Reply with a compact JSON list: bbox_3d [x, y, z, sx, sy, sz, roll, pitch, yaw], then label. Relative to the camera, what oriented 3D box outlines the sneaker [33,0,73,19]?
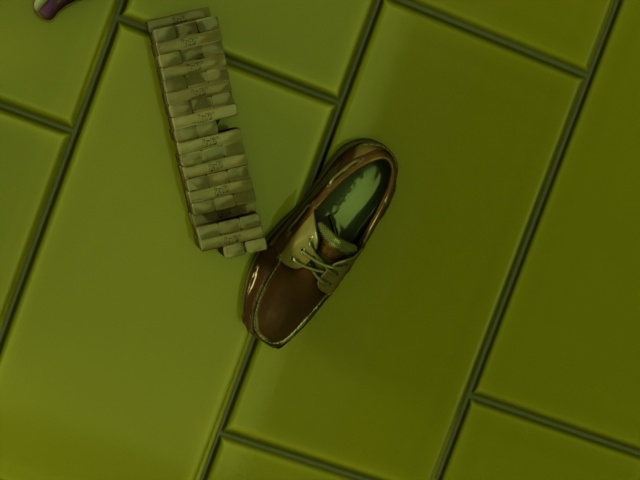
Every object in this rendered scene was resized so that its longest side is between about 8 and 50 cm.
[{"bbox_3d":[-0.277,-0.368,1.834,0.236,0.095,0.104,-45,110,-4],"label":"sneaker"}]

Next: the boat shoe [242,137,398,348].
[{"bbox_3d":[0.000,0.000,1.913,0.123,0.120,0.324,30,90,-13],"label":"boat shoe"}]

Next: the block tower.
[{"bbox_3d":[-0.155,-0.144,1.880,0.091,0.097,0.335,-14,98,-10],"label":"block tower"}]
